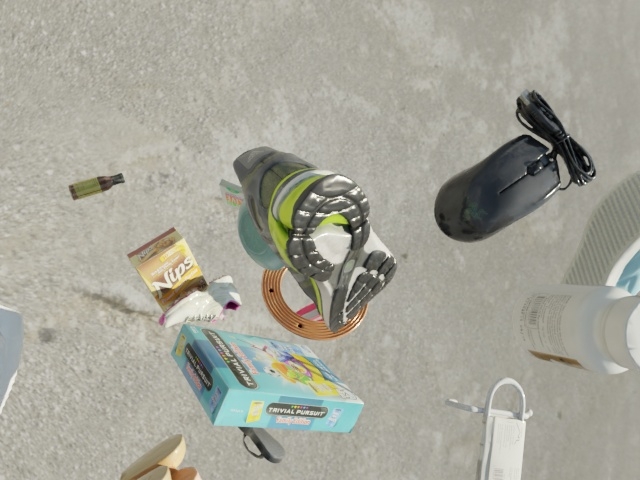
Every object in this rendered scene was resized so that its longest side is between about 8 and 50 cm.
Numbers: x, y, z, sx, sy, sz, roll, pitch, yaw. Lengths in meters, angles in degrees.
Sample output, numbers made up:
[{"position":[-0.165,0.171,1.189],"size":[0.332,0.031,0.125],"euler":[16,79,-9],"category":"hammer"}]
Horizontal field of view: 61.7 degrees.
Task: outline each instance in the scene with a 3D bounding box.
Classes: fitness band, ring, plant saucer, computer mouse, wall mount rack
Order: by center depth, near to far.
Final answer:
[{"position":[0.305,-0.103,0.866],"size":[0.272,0.072,0.188],"euler":[-38,91,0],"category":"computer mouse"},{"position":[-0.137,-0.021,1.219],"size":[0.037,0.195,0.195],"euler":[-19,100,-45],"category":"plant saucer"},{"position":[0.408,0.490,1.223],"size":[0.304,0.130,0.350],"euler":[15,78,-25],"category":"wall mount rack"},{"position":[-0.016,0.154,1.640],"size":[0.336,0.032,0.337],"euler":[8,52,-11],"category":"ring"},{"position":[0.024,0.268,1.959],"size":[0.209,0.290,0.054],"euler":[43,25,-63],"category":"fitness band"}]

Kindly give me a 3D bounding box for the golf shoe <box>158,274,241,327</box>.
[{"position":[-0.408,0.236,1.861],"size":[0.306,0.115,0.140],"euler":[-29,80,-34],"category":"golf shoe"}]

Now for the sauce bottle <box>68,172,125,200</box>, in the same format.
[{"position":[-0.543,-0.134,1.306],"size":[0.128,0.042,0.042],"euler":[-21,102,-27],"category":"sauce bottle"}]

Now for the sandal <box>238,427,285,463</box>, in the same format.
[{"position":[-0.171,0.528,1.419],"size":[0.097,0.254,0.054],"euler":[37,79,-27],"category":"sandal"}]

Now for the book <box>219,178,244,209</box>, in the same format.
[{"position":[-0.279,-0.146,1.777],"size":[0.096,0.144,0.035],"euler":[22,68,6],"category":"book"}]

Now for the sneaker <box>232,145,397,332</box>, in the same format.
[{"position":[0.000,0.000,0.579],"size":[0.111,0.121,0.300],"euler":[-40,149,-11],"category":"sneaker"}]

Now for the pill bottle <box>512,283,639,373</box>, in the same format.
[{"position":[0.415,0.133,0.820],"size":[0.131,0.229,0.131],"euler":[1,86,-15],"category":"pill bottle"}]

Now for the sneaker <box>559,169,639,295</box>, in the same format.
[{"position":[0.649,0.022,1.149],"size":[0.150,0.135,0.366],"euler":[17,109,-30],"category":"sneaker"}]

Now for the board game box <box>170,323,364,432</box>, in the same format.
[{"position":[-0.111,0.290,1.129],"size":[0.336,0.254,0.079],"euler":[19,98,-38],"category":"board game box"}]

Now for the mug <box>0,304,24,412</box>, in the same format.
[{"position":[-0.782,0.284,1.145],"size":[0.276,0.374,0.328],"euler":[37,64,-43],"category":"mug"}]

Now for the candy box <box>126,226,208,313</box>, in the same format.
[{"position":[-0.518,0.125,1.873],"size":[0.183,0.087,0.316],"euler":[-34,140,-19],"category":"candy box"}]

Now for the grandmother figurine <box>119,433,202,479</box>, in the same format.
[{"position":[-0.093,0.381,0.545],"size":[0.342,0.104,0.208],"euler":[60,10,-7],"category":"grandmother figurine"}]
